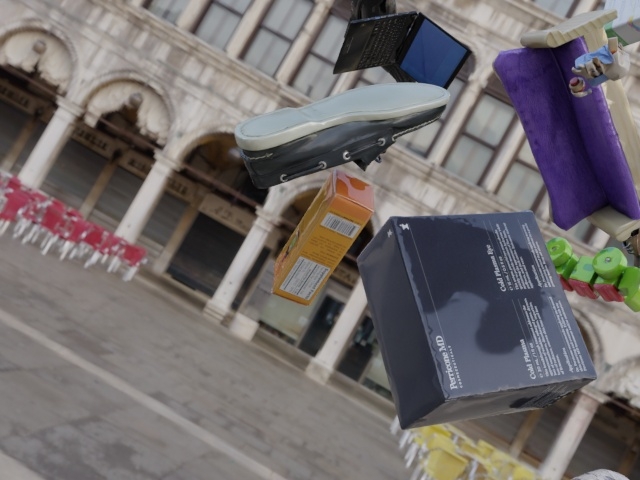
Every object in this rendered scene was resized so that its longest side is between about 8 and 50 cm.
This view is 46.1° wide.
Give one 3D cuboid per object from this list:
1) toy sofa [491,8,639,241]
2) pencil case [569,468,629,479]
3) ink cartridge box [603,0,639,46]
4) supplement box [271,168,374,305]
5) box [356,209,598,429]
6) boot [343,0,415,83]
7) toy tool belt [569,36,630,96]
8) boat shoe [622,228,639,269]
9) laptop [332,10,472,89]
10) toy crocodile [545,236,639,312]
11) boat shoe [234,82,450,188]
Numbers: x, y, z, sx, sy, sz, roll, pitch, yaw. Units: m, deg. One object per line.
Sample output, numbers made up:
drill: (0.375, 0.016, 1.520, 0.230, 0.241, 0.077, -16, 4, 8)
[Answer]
toy sofa: (0.436, -0.182, 1.246, 0.150, 0.177, 0.363, -96, 162, -76)
pencil case: (0.783, 0.756, 2.134, 0.183, 0.160, 0.410, 47, 19, 31)
ink cartridge box: (0.890, -0.637, 2.061, 0.093, 0.154, 0.212, 29, -20, -26)
supplement box: (0.000, 0.000, 1.243, 0.080, 0.233, 0.078, 24, 35, -17)
box: (0.271, 0.136, 1.367, 0.312, 0.343, 0.179, -2, -28, -23)
boot: (0.215, -0.587, 2.089, 0.260, 0.131, 0.348, 42, -15, 6)
toy tool belt: (0.353, -0.228, 0.972, 0.083, 0.052, 0.051, -25, -51, 35)
boat shoe: (0.721, 0.005, 1.703, 0.066, 0.183, 0.066, 10, 0, 6)
laptop: (0.189, -0.433, 1.826, 0.264, 0.137, 0.234, -13, -15, -14)
toy crocodile: (0.566, 0.075, 1.601, 0.115, 0.105, 0.340, 42, -14, -30)
boat shoe: (0.041, -0.155, 1.151, 0.127, 0.339, 0.113, 45, -32, 53)
